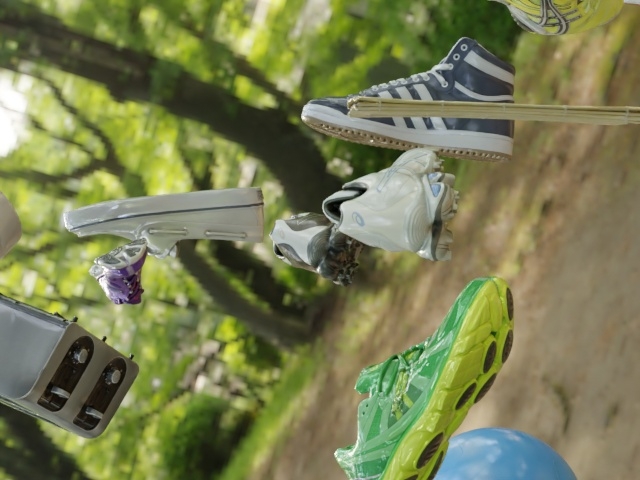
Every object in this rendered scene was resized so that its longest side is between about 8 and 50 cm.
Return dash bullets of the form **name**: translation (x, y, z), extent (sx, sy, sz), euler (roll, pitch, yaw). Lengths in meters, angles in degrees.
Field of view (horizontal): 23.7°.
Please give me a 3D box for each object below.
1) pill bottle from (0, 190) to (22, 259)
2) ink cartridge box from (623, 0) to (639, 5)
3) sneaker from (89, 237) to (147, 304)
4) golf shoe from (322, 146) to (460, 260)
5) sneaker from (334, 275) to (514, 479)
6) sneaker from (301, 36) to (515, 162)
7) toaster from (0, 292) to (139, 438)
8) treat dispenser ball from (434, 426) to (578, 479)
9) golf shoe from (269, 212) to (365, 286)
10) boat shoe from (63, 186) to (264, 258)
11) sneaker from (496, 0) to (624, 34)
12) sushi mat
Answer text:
- **pill bottle**: translation (-0.486, 0.051, 1.741), extent (0.301, 0.169, 0.169), euler (-48, -6, -32)
- **ink cartridge box**: translation (0.467, -0.294, 1.670), extent (0.060, 0.275, 0.239), euler (90, -170, -45)
- **sneaker**: translation (-0.236, 0.043, 1.868), extent (0.071, 0.068, 0.170), euler (63, 165, 3)
- **golf shoe**: translation (0.044, -0.031, 1.055), extent (0.176, 0.086, 0.069), euler (-104, 18, -82)
- **sneaker**: translation (0.098, 0.153, 1.595), extent (0.109, 0.123, 0.296), euler (-2, -53, -55)
- **sneaker**: translation (0.122, -0.197, 2.006), extent (0.099, 0.282, 0.153), euler (153, 126, -87)
- **toaster**: translation (-0.325, 0.133, 1.709), extent (0.110, 0.185, 0.168), euler (-65, -29, -13)
- **treat dispenser ball**: translation (0.273, 0.436, 2.380), extent (0.288, 0.288, 0.288), euler (-164, 90, -81)
- **golf shoe**: translation (0.000, 0.000, 1.639), extent (0.198, 0.093, 0.077), euler (36, -105, -80)
- **boat shoe**: translation (-0.206, -0.018, 2.032), extent (0.096, 0.267, 0.088), euler (-161, 65, -83)
- **sneaker**: translation (0.349, -0.374, 2.240), extent (0.147, 0.384, 0.145), euler (19, 100, 41)
- **sushi mat**: translation (0.187, -0.141, 1.672), extent (0.151, 0.316, 0.019), euler (-112, 24, -87)
